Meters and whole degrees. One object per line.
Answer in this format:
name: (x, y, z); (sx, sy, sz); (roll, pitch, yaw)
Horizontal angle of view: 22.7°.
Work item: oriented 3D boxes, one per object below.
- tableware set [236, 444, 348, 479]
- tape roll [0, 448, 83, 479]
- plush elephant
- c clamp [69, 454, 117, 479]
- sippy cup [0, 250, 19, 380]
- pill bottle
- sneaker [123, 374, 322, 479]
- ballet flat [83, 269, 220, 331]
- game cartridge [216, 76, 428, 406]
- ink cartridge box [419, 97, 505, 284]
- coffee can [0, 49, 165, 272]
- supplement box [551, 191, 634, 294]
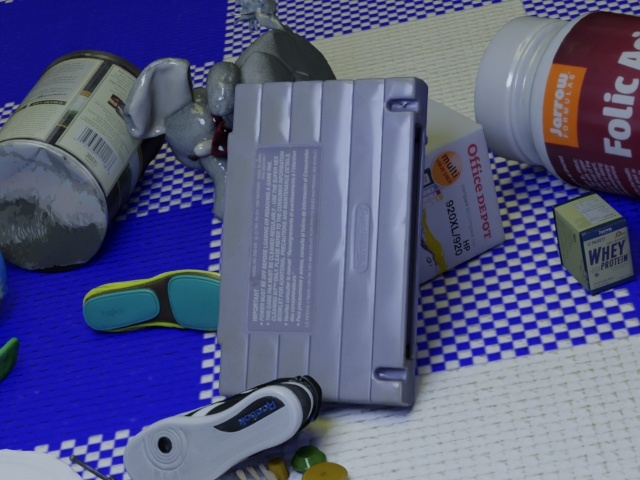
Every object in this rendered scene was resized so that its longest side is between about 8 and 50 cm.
tableware set: (-0.015, 0.259, 1.594); (0.104, 0.024, 0.154); (-19, 29, -16)
tape roll: (-0.342, 0.327, 1.533); (0.286, 0.100, 0.286); (-11, 29, 6)
plush elephant: (-0.108, -0.155, 2.146); (0.272, 0.255, 0.330); (11, 45, -48)
c clamp: (-0.169, 0.279, 1.536); (0.022, 0.137, 0.160); (-52, 38, 6)
sippy cup: (-0.513, 0.064, 1.953); (0.240, 0.305, 0.224); (-27, 3, 41)
pill bottle: (0.398, -0.161, 1.938); (0.392, 0.224, 0.224); (14, 40, 40)
sneaker: (-0.093, 0.204, 1.683); (0.217, 0.079, 0.121); (-21, -3, 23)
ballet flat: (-0.179, 0.069, 1.942); (0.231, 0.077, 0.077); (-5, 14, 19)
game cartridge: (0.000, 0.000, 1.753); (0.230, 0.355, 0.068); (0, -7, 28)
ink cartridge box: (0.075, -0.049, 1.931); (0.232, 0.171, 0.168); (-26, 32, -20)
coffee can: (-0.346, -0.113, 2.187); (0.201, 0.201, 0.275); (-4, 31, 17)
supplement box: (0.314, 0.002, 1.832); (0.056, 0.083, 0.083); (-19, 29, -9)
